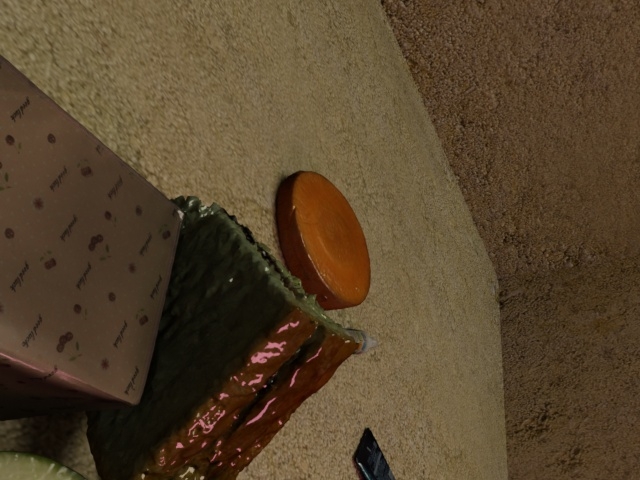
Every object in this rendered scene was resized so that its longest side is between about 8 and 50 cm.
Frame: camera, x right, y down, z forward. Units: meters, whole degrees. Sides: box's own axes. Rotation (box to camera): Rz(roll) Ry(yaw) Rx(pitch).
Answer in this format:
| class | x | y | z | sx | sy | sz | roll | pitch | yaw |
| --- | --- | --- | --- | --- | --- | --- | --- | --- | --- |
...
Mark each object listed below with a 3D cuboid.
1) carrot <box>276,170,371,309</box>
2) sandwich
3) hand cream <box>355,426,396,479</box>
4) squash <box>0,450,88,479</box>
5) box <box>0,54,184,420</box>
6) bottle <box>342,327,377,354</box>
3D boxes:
| class | x | y | z | sx | sy | sz | roll | pitch | yaw |
| --- | --- | --- | --- | --- | --- | --- | --- | --- | --- |
| carrot | 0.000 | 0.000 | 1.365 | 0.307 | 0.100 | 0.258 | 65 | 28 | -9 |
| sandwich | -0.151 | 0.097 | 0.704 | 0.325 | 0.262 | 0.131 | 42 | -2 | 45 |
| hand cream | 0.149 | 0.566 | 1.464 | 0.270 | 0.061 | 0.120 | 67 | 25 | -13 |
| squash | -0.276 | 0.287 | 0.536 | 0.219 | 0.041 | 0.219 | 12 | 63 | -25 |
| box | -0.302 | 0.008 | 0.570 | 0.297 | 0.191 | 0.225 | 46 | 39 | -48 |
| bottle | 0.076 | 0.228 | 1.446 | 0.217 | 0.060 | 0.060 | 21 | 60 | -61 |
